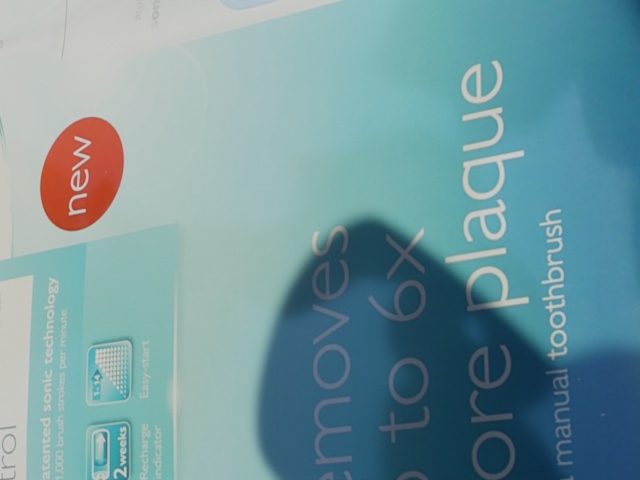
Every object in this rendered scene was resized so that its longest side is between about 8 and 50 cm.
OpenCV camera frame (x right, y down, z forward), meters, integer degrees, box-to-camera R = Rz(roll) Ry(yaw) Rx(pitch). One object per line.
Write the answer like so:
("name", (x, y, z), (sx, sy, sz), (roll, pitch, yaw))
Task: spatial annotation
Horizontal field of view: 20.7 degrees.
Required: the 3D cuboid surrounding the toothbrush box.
("toothbrush box", (0.000, 0.000, 0.484), (0.126, 0.295, 0.216), (18, -112, -50))
